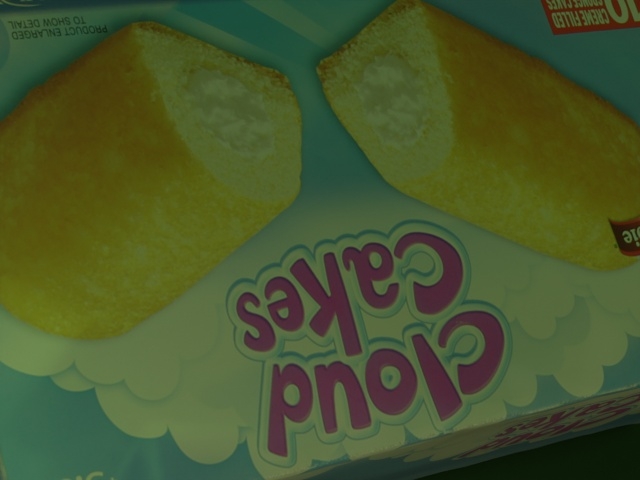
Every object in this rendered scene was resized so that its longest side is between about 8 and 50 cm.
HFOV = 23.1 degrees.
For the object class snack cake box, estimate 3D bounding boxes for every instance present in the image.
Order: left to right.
[{"bbox_3d":[0.000,0.000,0.479,0.264,0.089,0.152,-10,73,-31],"label":"snack cake box"}]
